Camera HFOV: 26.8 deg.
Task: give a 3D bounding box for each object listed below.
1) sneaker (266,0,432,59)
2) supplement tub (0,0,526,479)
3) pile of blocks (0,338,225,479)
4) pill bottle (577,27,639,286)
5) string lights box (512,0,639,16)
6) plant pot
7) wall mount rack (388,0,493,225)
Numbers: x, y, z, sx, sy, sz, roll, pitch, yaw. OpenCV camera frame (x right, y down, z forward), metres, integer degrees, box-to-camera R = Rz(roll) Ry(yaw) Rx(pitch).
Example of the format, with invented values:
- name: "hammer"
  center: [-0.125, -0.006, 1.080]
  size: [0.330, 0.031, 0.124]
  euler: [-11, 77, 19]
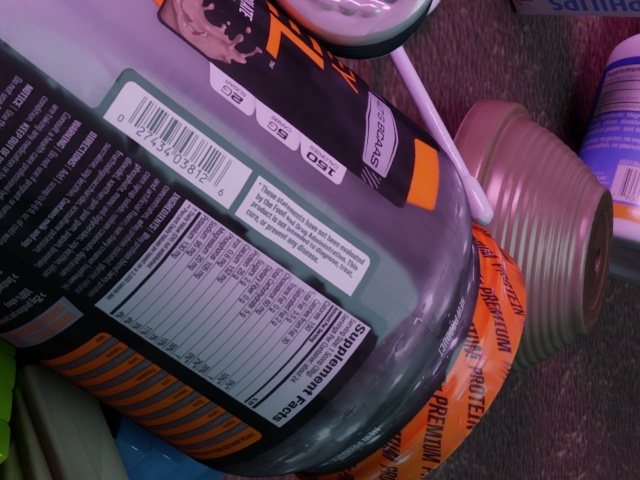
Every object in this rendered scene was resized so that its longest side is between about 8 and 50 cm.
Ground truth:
- name: "sneaker"
  center: [-0.043, -0.237, 0.720]
  size: [0.127, 0.126, 0.321]
  euler: [74, -9, -86]
- name: "supplement tub"
  center: [-0.072, -0.022, 0.657]
  size: [0.338, 0.207, 0.207]
  euler: [37, 67, -24]
- name: "pile of blocks"
  center: [-0.148, 0.105, 0.733]
  size: [0.362, 0.112, 0.149]
  euler: [10, 47, -50]
- name: "pill bottle"
  center: [0.330, -0.102, 1.273]
  size: [0.152, 0.152, 0.272]
  euler: [36, 69, -49]
- name: "string lights box"
  center: [0.187, -0.299, 1.066]
  size: [0.077, 0.133, 0.260]
  euler: [-58, 136, -27]
- name: "plant pot"
  center: [0.170, 0.009, 1.079]
  size: [0.237, 0.109, 0.237]
  euler: [7, 90, -68]
- name: "wall mount rack"
  center: [0.028, -0.172, 0.896]
  size: [0.350, 0.130, 0.304]
  euler: [4, 95, -51]
